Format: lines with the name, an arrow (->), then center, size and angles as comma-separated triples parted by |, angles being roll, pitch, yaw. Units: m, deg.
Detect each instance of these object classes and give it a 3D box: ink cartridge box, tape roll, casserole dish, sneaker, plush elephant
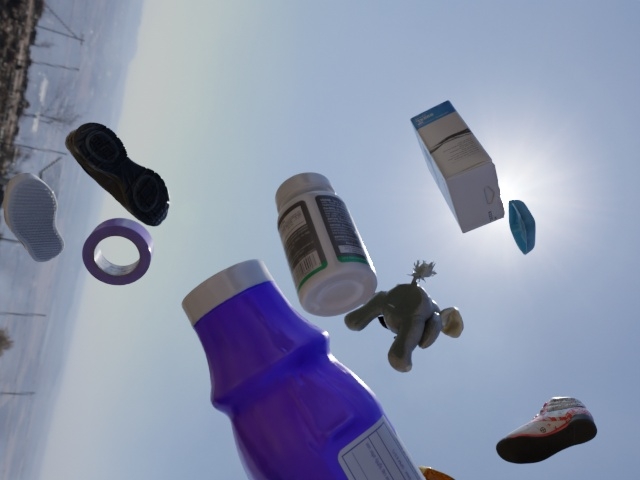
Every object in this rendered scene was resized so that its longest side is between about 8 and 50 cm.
ink cartridge box -> 0.380, -0.208, 1.398 | 0.129, 0.223, 0.307 | -23, -137, 10
tape roll -> -0.595, 0.033, 1.481 | 0.080, 0.189, 0.189 | -116, -137, -68
casserole dish -> 0.555, -0.040, 1.374 | 0.037, 0.188, 0.114 | -22, -129, 8
sneaker -> 0.626, 0.531, 1.411 | 0.270, 0.090, 0.145 | -28, -177, 19
sneaker -> -0.458, -0.147, 1.143 | 0.130, 0.286, 0.109 | 8, -130, 42
plush elephant -> 0.282, 0.246, 1.542 | 0.272, 0.255, 0.330 | 26, -106, 43
sneaker -> -0.829, -0.080, 1.402 | 0.150, 0.135, 0.366 | 44, -38, 13

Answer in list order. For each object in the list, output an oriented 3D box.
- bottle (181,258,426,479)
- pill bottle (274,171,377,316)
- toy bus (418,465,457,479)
bottle -> 0.002, 0.147, 0.333 | 0.283, 0.092, 0.118 | 58, -31, 12
pill bottle -> 0.000, 0.000, 1.317 | 0.204, 0.204, 0.361 | -58, -142, 39
toy bus -> 0.156, 0.554, 0.991 | 0.211, 0.149, 0.220 | -12, -132, 55
